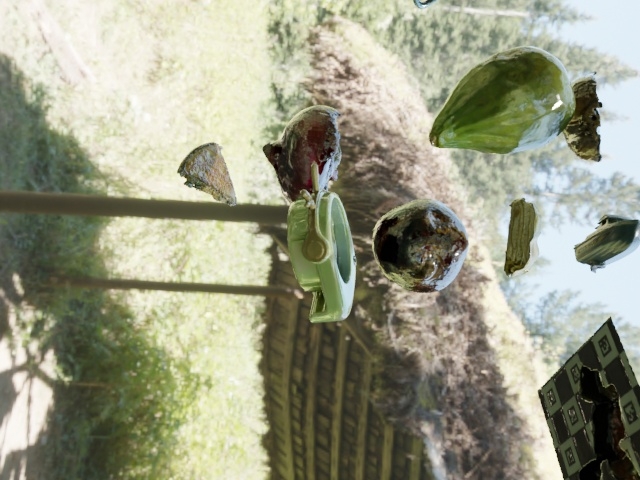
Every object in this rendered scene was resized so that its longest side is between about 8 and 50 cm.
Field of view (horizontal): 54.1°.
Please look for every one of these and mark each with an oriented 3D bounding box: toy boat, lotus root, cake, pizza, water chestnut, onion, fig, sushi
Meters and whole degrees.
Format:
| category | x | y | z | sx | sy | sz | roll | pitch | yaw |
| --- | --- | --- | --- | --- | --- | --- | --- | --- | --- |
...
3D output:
| category | x | y | z | sx | sy | sz | roll | pitch | yaw |
| --- | --- | --- | --- | --- | --- | --- | --- | --- | --- |
| toy boat | 0.843 | -0.004 | 1.812 | 0.296 | 0.114 | 0.122 | 98 | -1 | -71 |
| lotus root | 0.480 | -0.232 | 1.178 | 0.329 | 0.078 | 0.167 | -25 | 113 | -68 |
| cake | 0.479 | -0.006 | 1.437 | 0.080 | 0.116 | 0.184 | 8 | -84 | 45 |
| pizza | -0.303 | -0.173 | 1.761 | 0.052 | 0.195 | 0.185 | -22 | -161 | 46 |
| water chestnut | 0.233 | 0.008 | 1.476 | 0.238 | 0.224 | 0.223 | -118 | -145 | -74 |
| onion | -0.048 | -0.205 | 1.564 | 0.272 | 0.195 | 0.271 | 13 | 90 | -89 |
| fig | 0.290 | -0.220 | 1.028 | 0.167 | 0.234 | 0.167 | -14 | 90 | -75 |
| sushi | 0.544 | 0.373 | 1.164 | 0.359 | 0.064 | 0.343 | 100 | -13 | -54 |

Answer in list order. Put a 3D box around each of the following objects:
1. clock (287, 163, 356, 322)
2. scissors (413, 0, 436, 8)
| category | x | y | z | sx | sy | sz | roll | pitch | yaw |
| --- | --- | --- | --- | --- | --- | --- | --- | --- | --- |
| clock | 0.000 | 0.000 | 1.329 | 0.235 | 0.096 | 0.307 | -75 | 155 | -55 |
| scissors | 0.321 | -0.721 | 1.387 | 0.029 | 0.256 | 0.383 | 52 | -23 | 38 |
